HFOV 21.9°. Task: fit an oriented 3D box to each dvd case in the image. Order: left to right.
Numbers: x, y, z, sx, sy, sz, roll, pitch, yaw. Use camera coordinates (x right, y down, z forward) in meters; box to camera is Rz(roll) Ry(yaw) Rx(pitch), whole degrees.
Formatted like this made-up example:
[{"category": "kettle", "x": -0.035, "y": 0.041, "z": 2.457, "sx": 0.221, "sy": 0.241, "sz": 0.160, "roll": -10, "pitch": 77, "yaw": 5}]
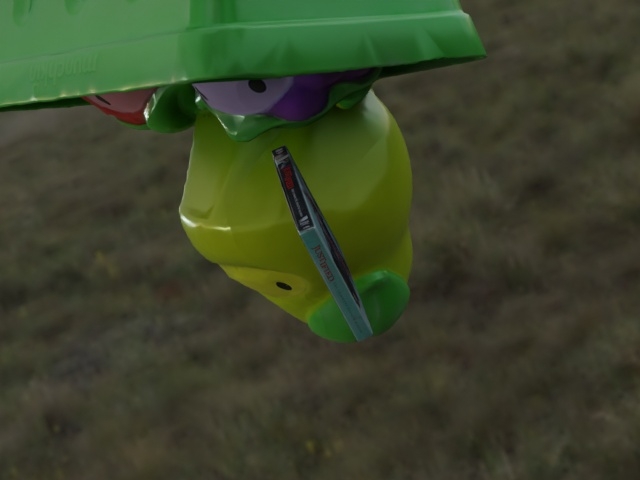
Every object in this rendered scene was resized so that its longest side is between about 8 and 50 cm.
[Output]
[{"category": "dvd case", "x": 0.000, "y": 0.000, "z": 1.034, "sx": 0.013, "sy": 0.087, "sz": 0.119, "roll": -27, "pitch": 28, "yaw": 3}]

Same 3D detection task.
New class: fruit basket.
[{"category": "fruit basket", "x": -0.063, "y": -0.092, "z": 1.201, "sx": 0.282, "sy": 0.392, "sz": 0.392, "roll": -8, "pitch": 3, "yaw": -36}]
